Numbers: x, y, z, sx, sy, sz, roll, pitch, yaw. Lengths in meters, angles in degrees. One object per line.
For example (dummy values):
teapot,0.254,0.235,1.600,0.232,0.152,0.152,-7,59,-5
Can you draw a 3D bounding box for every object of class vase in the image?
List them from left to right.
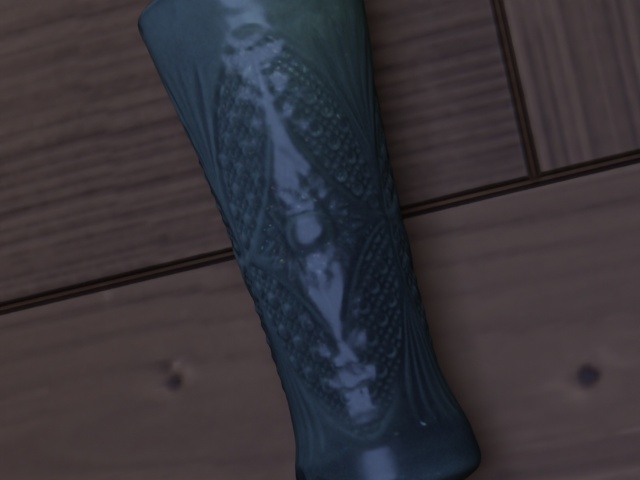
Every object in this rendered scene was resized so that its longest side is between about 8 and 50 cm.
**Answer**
vase,0.000,0.000,0.759,0.096,0.096,0.219,-18,81,12
